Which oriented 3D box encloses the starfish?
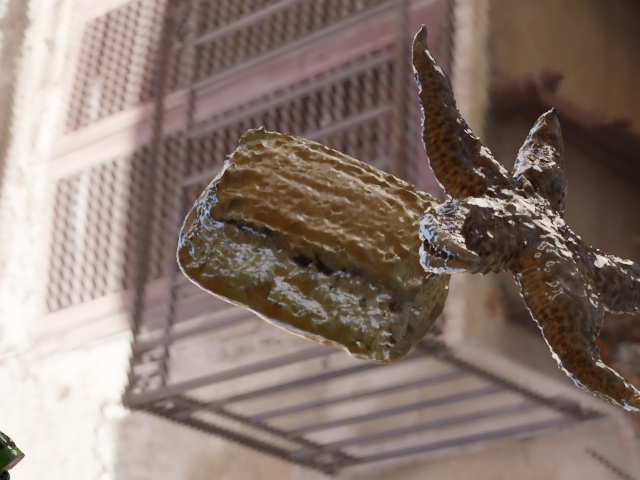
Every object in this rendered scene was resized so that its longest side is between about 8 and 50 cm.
[{"bbox_3d":[0.132,-0.007,1.053,0.236,0.062,0.277,2,-134,-45],"label":"starfish"}]

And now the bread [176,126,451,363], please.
[{"bbox_3d":[0.000,0.000,1.587,0.245,0.121,0.174,21,-137,9],"label":"bread"}]

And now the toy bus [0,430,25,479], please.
[{"bbox_3d":[-0.204,0.136,0.985,0.037,0.083,0.031,50,178,7],"label":"toy bus"}]
